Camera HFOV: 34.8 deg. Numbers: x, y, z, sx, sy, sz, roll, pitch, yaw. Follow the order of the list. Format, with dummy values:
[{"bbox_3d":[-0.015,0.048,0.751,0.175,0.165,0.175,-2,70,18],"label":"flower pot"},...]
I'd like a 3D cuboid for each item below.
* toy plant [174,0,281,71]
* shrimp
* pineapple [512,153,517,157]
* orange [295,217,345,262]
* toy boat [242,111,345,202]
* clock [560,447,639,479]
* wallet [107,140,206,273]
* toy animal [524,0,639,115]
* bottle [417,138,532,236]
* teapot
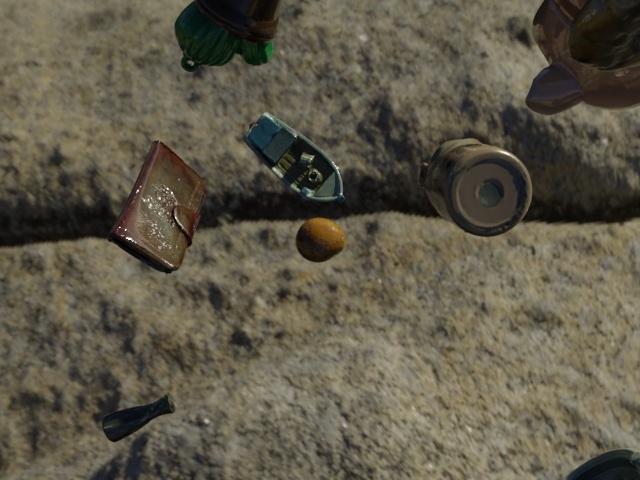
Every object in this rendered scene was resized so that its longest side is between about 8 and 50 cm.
[{"bbox_3d":[-0.120,-0.298,1.406,0.200,0.143,0.105,-50,31,39],"label":"toy plant"},{"bbox_3d":[0.306,-0.202,0.828,0.217,0.150,0.051,-32,58,35],"label":"shrimp"},{"bbox_3d":[0.262,-0.125,1.642,0.124,0.058,0.058,-9,56,-22],"label":"pineapple"},{"bbox_3d":[0.000,0.000,1.707,0.085,0.085,0.085,-8,62,15],"label":"orange"},{"bbox_3d":[-0.033,-0.110,1.413,0.173,0.059,0.069,41,91,3],"label":"toy boat"},{"bbox_3d":[0.354,0.376,1.349,0.053,0.236,0.236,44,83,-3],"label":"clock"},{"bbox_3d":[-0.266,-0.055,1.741,0.031,0.137,0.255,-38,26,36],"label":"wallet"},{"bbox_3d":[0.372,-0.296,1.259,0.237,0.326,0.269,0,88,9],"label":"toy animal"},{"bbox_3d":[0.157,-0.059,1.069,0.099,0.152,0.099,-1,99,-8],"label":"bottle"},{"bbox_3d":[-0.264,0.258,1.501,0.111,0.043,0.042,-24,59,10],"label":"teapot"}]
